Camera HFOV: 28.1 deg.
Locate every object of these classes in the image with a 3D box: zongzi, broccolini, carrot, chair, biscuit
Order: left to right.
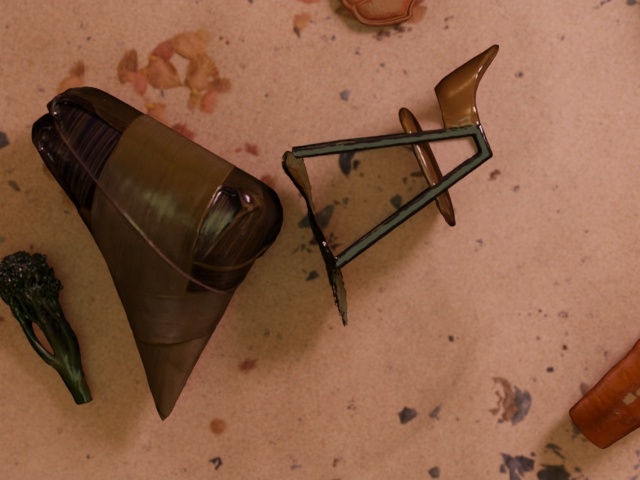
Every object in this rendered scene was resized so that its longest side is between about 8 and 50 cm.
[{"bbox_3d":[-0.325,0.102,1.540,0.091,0.068,0.202,-17,110,19],"label":"broccolini"},{"bbox_3d":[-0.231,0.015,1.471,0.289,0.154,0.317,30,104,9],"label":"zongzi"},{"bbox_3d":[0.063,-0.307,1.466,0.102,0.019,0.130,-27,94,9],"label":"biscuit"},{"bbox_3d":[0.109,-0.093,1.416,0.247,0.159,0.172,-20,92,8],"label":"chair"},{"bbox_3d":[0.375,0.158,1.457,0.087,0.087,0.193,42,98,0],"label":"carrot"}]

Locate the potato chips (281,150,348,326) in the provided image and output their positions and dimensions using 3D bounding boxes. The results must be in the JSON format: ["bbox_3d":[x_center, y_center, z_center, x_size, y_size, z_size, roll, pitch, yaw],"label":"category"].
[{"bbox_3d":[0.000,0.000,1.449,0.026,0.142,0.209,-19,119,0],"label":"potato chips"}]
